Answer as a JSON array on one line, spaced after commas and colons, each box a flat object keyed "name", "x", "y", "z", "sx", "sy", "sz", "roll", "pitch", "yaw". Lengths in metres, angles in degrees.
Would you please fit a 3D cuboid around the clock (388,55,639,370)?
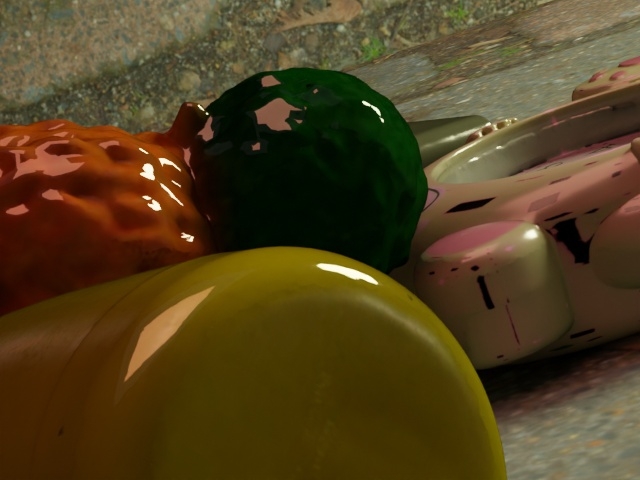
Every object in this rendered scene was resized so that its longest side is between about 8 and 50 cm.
[{"name": "clock", "x": 0.167, "y": -0.024, "z": 1.029, "sx": 0.309, "sy": 0.114, "sz": 0.284, "roll": -23, "pitch": 13, "yaw": -16}]

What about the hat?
[{"name": "hat", "x": -0.148, "y": 0.035, "z": 0.915, "sx": 0.400, "sy": 0.285, "sz": 0.285, "roll": -10, "pitch": 7, "yaw": -21}]

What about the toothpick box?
[{"name": "toothpick box", "x": -0.075, "y": 0.100, "z": 0.661, "sx": 0.175, "sy": 0.175, "sz": 0.271, "roll": -26, "pitch": 10, "yaw": -36}]

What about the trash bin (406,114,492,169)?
[{"name": "trash bin", "x": 0.000, "y": 0.000, "z": 1.185, "sx": 0.241, "sy": 0.122, "sz": 0.164, "roll": -22, "pitch": 11, "yaw": -30}]
